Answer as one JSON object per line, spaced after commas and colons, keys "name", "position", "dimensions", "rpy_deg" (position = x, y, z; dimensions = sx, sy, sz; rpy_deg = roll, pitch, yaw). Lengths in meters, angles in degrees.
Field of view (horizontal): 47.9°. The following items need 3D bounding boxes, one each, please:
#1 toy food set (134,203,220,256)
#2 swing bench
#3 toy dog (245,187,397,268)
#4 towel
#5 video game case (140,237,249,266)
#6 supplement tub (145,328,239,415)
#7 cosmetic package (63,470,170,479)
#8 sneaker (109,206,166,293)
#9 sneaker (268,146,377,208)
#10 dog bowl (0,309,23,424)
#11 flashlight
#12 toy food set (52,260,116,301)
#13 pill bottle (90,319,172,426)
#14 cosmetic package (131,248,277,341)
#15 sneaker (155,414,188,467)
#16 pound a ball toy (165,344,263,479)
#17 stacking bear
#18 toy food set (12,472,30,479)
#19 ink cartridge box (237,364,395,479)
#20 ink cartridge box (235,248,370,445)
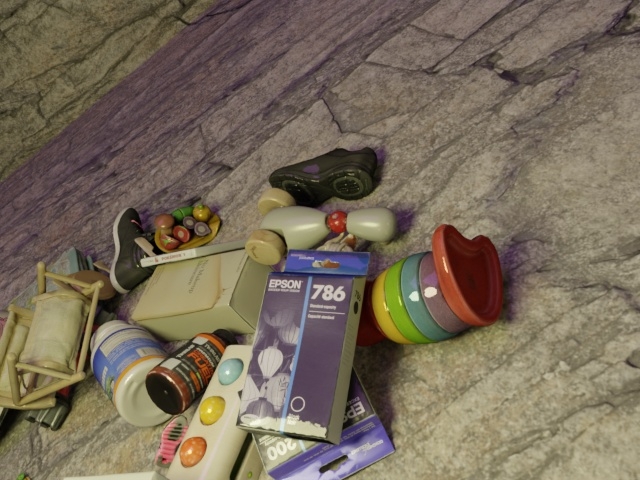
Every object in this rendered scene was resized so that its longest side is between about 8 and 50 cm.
{"name": "toy food set", "position": [-0.363, -0.035, 1.861], "dimensions": [0.218, 0.071, 0.128], "rpy_deg": [-28, 53, -21]}
{"name": "swing bench", "position": [-0.634, 0.229, 1.648], "dimensions": [0.254, 0.165, 0.253], "rpy_deg": [-41, 37, 42]}
{"name": "toy dog", "position": [0.000, 0.000, 1.525], "dimensions": [0.333, 0.161, 0.220], "rpy_deg": [21, 64, 35]}
{"name": "towel", "position": [-0.756, 0.211, 2.013], "dimensions": [0.320, 0.090, 0.374], "rpy_deg": [-42, 35, 3]}
{"name": "video game case", "position": [-0.293, 0.027, 1.721], "dimensions": [0.183, 0.023, 0.201], "rpy_deg": [-10, 2, 35]}
{"name": "supplement tub", "position": [-0.248, 0.253, 1.441], "dimensions": [0.106, 0.106, 0.198], "rpy_deg": [-9, 19, 37]}
{"name": "cosmetic package", "position": [-0.292, 0.486, 1.172], "dimensions": [0.224, 0.224, 0.138], "rpy_deg": [-14, 44, 32]}
{"name": "sneaker", "position": [-0.486, 0.002, 1.977], "dimensions": [0.146, 0.104, 0.296], "rpy_deg": [-26, 44, 17]}
{"name": "sneaker", "position": [0.010, -0.155, 1.697], "dimensions": [0.286, 0.109, 0.130], "rpy_deg": [-1, 44, 30]}
{"name": "dog bowl", "position": [-0.919, 0.356, 1.851], "dimensions": [0.408, 0.150, 0.408], "rpy_deg": [-29, 47, 37]}
{"name": "flashlight", "position": [-0.595, 0.309, 1.755], "dimensions": [0.103, 0.103, 0.304], "rpy_deg": [-41, 23, 61]}
{"name": "toy food set", "position": [-0.606, 0.122, 1.905], "dimensions": [0.039, 0.132, 0.192], "rpy_deg": [-63, -12, 23]}
{"name": "pill bottle", "position": [-0.408, 0.275, 1.565], "dimensions": [0.152, 0.152, 0.272], "rpy_deg": [-48, 36, -11]}
{"name": "cosmetic package", "position": [-0.260, 0.127, 1.622], "dimensions": [0.309, 0.113, 0.160], "rpy_deg": [-12, 44, 35]}
{"name": "sneaker", "position": [-0.291, 0.384, 1.410], "dimensions": [0.057, 0.047, 0.119], "rpy_deg": [-104, 38, -67]}
{"name": "pound a ball toy", "position": [-0.206, 0.350, 1.316], "dimensions": [0.208, 0.136, 0.319], "rpy_deg": [-5, 48, 39]}
{"name": "stacking bear", "position": [0.148, 0.103, 1.242], "dimensions": [0.289, 0.175, 0.164], "rpy_deg": [-24, 65, 38]}
{"name": "toy food set", "position": [-0.685, 0.568, 1.621], "dimensions": [0.083, 0.020, 0.082], "rpy_deg": [-42, 35, -2]}
{"name": "ink cartridge box", "position": [-0.013, 0.297, 1.190], "dimensions": [0.206, 0.045, 0.208], "rpy_deg": [-30, 62, 5]}
{"name": "ink cartridge box", "position": [-0.025, 0.158, 1.194], "dimensions": [0.165, 0.065, 0.333], "rpy_deg": [1, 66, 23]}
